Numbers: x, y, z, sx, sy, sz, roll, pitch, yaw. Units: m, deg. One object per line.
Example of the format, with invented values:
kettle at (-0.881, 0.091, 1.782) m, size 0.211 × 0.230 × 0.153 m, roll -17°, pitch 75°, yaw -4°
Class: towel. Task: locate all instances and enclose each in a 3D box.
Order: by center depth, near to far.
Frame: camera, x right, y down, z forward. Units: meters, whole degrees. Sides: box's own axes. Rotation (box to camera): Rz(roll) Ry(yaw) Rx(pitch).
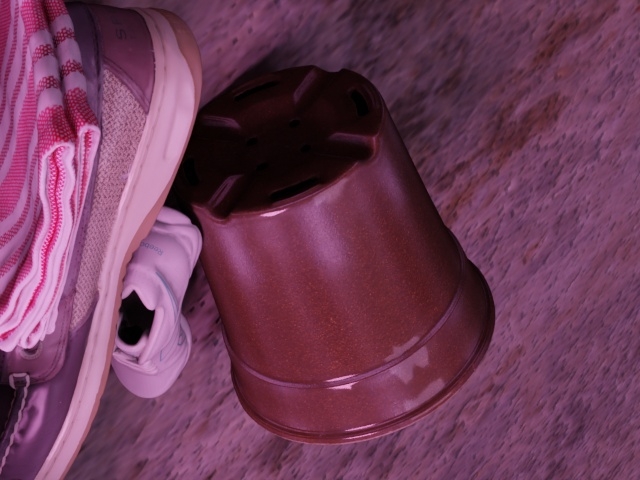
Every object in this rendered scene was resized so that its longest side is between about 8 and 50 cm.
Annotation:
towel at (-0.131, -0.071, 0.657) m, size 0.029 × 0.197 × 0.144 m, roll -5°, pitch 146°, yaw -22°

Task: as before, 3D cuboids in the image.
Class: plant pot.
plant pot at (0.000, 0.000, 0.920) m, size 0.167 × 0.167 × 0.165 m, roll -42°, pitch 132°, yaw -22°

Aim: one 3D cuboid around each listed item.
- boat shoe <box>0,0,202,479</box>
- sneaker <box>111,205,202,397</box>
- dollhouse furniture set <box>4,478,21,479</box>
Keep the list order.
boat shoe at (-0.148, 0.013, 0.801) m, size 0.092 × 0.103 × 0.285 m, roll 10°, pitch 110°, yaw -38°
sneaker at (-0.101, 0.046, 0.880) m, size 0.152 × 0.054 × 0.061 m, roll 100°, pitch 8°, yaw -51°
dollhouse furniture set at (-0.182, 0.097, 0.577) m, size 0.303 × 0.174 × 0.355 m, roll 0°, pitch 125°, yaw -41°
